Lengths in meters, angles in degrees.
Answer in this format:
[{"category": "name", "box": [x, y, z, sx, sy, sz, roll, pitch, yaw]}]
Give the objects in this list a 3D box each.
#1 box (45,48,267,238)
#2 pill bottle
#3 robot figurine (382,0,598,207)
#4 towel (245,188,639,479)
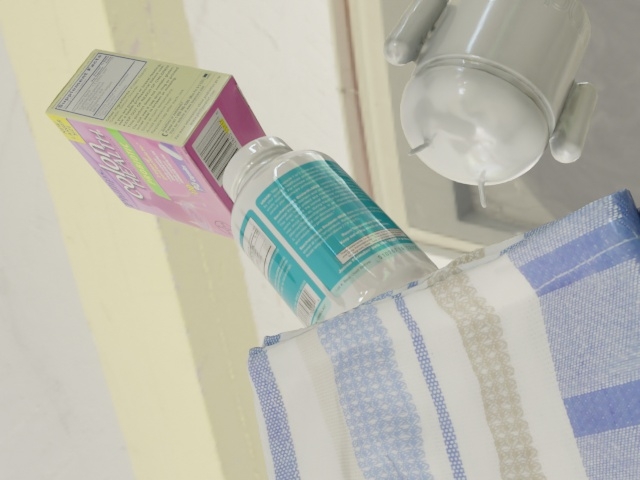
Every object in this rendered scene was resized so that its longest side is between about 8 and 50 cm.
[{"category": "box", "box": [-0.196, -0.124, 1.120, 0.117, 0.243, 0.213, -59, -33, -21]}, {"category": "pill bottle", "box": [0.000, 0.000, 0.919, 0.146, 0.264, 0.146, -29, -31, -20]}, {"category": "robot figurine", "box": [0.231, -0.220, 1.125, 0.353, 0.300, 0.200, -64, 3, -22]}, {"category": "towel", "box": [0.058, 0.117, 0.380, 0.034, 0.285, 0.209, -3, -106, -36]}]
